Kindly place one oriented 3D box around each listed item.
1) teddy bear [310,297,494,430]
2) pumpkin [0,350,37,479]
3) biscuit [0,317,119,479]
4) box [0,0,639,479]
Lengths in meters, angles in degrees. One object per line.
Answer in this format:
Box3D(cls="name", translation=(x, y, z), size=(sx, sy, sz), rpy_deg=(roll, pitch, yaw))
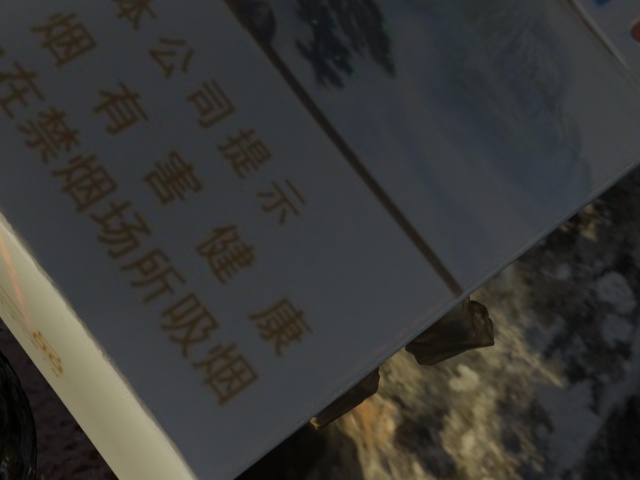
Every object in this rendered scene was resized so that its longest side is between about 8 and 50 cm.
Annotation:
Box3D(cls="teddy bear", translation=(0.001, 0.001, 1.122), size=(0.246, 0.296, 0.223), rpy_deg=(-28, 70, 1))
Box3D(cls="pumpkin", translation=(-0.335, 0.164, 0.916), size=(0.320, 0.192, 0.320), rpy_deg=(-22, 138, -21))
Box3D(cls="biscuit", translation=(-0.252, 0.121, 1.450), size=(0.358, 0.074, 0.381), rpy_deg=(1, 59, -18))
Box3D(cls="box", translation=(0.009, -0.052, 0.388), size=(0.233, 0.067, 0.149), rpy_deg=(-35, 88, -25))
